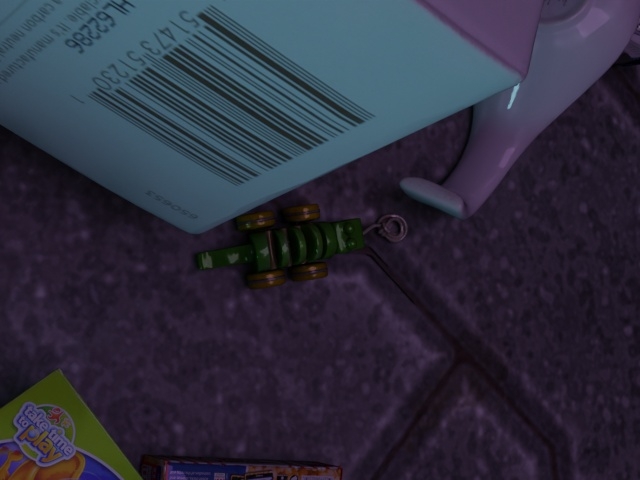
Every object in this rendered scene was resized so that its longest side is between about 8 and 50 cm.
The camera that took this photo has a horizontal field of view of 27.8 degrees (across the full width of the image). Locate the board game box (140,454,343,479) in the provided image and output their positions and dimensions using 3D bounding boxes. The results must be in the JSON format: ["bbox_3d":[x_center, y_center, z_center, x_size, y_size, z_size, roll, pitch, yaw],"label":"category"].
[{"bbox_3d":[-0.063,0.255,0.930,0.147,0.045,0.193,9,83,-30],"label":"board game box"}]

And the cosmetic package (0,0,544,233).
[{"bbox_3d":[-0.062,-0.274,0.755,0.327,0.329,0.393,31,59,-25],"label":"cosmetic package"}]

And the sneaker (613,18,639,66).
[{"bbox_3d":[0.278,-0.194,1.132,0.211,0.080,0.081,-9,94,-31],"label":"sneaker"}]

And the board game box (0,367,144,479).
[{"bbox_3d":[-0.157,0.287,0.793,0.233,0.078,0.347,-36,86,-26],"label":"board game box"}]

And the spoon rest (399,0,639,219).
[{"bbox_3d":[0.158,-0.134,1.051,0.276,0.137,0.084,-58,157,-13],"label":"spoon rest"}]

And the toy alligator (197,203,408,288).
[{"bbox_3d":[0.000,0.000,0.976,0.190,0.051,0.056,-10,93,-30],"label":"toy alligator"}]
